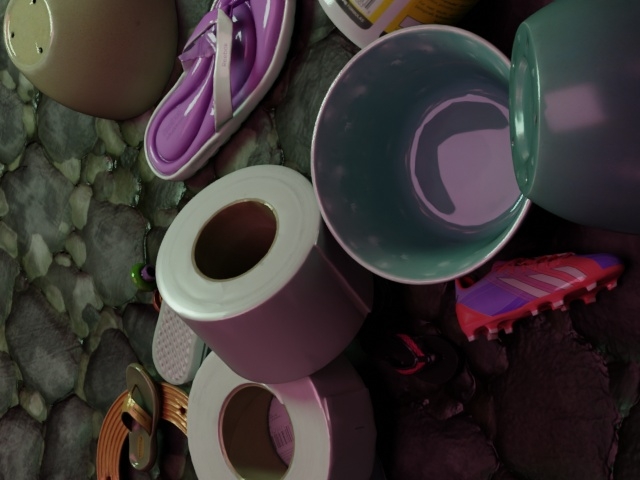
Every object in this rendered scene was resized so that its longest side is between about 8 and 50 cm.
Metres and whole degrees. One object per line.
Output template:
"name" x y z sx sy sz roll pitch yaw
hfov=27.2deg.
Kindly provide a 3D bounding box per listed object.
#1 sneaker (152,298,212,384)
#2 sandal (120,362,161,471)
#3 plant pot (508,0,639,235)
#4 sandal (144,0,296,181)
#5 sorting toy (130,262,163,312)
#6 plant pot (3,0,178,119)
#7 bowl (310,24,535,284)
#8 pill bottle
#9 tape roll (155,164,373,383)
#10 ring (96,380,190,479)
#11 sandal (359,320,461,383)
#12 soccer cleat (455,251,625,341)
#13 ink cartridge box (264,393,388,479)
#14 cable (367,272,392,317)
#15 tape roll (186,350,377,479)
"sneaker" -0.158 0.063 1.985 0.126 0.127 0.321 38 124 29
"sandal" -0.299 0.290 2.153 0.072 0.049 0.180 7 98 41
"plant pot" 0.323 -0.138 1.373 0.235 0.293 0.293 -2 94 -2
"sandal" -0.164 -0.249 1.987 0.169 0.102 0.416 48 123 28
"sorting toy" -0.255 0.070 2.128 0.042 0.061 0.102 -36 93 38
"plant pot" -0.393 -0.334 2.129 0.284 0.191 0.284 6 98 42
"bowl" 0.159 -0.101 1.648 0.311 0.163 0.312 -1 89 31
"pill bottle" 0.156 -0.389 1.628 0.334 0.188 0.188 -45 65 35
"tape roll" -0.073 0.044 1.754 0.246 0.169 0.246 -17 48 20
"ring" -0.252 0.397 2.175 0.336 0.032 0.337 6 98 41
"sandal" 0.115 0.154 1.813 0.179 0.040 0.067 15 103 40
"soccer cleat" 0.264 0.051 1.647 0.248 0.083 0.095 -29 70 43
"ink cartridge box" 0.006 0.342 1.915 0.185 0.065 0.311 -33 70 39
"cable" 0.000 0.000 1.910 0.287 0.072 0.139 27 105 24
"tape roll" -0.058 0.268 1.862 0.286 0.100 0.286 2 94 42
